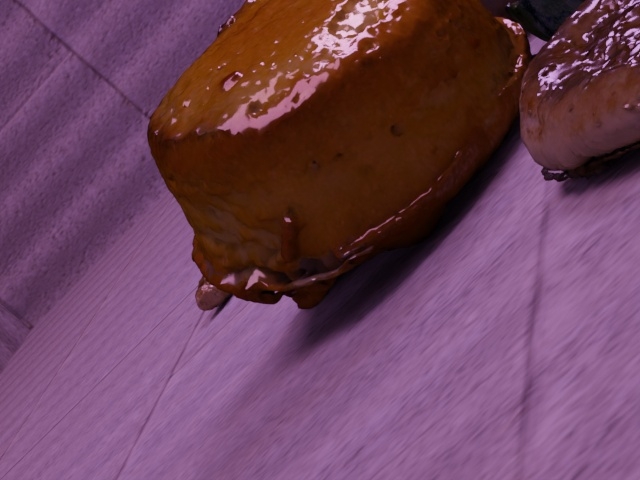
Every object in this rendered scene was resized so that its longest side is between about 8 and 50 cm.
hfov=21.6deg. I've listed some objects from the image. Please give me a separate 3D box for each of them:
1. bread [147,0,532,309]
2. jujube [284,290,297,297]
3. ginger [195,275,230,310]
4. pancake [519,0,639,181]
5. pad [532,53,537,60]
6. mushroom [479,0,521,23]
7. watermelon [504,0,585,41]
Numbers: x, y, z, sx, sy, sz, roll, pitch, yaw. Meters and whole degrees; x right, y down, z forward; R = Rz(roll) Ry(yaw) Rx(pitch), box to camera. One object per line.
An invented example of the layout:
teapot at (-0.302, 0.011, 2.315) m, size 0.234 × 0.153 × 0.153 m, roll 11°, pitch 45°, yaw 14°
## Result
bread at (0.004, -0.116, 1.525) m, size 0.337 × 0.204 × 0.358 m, roll -11°, pitch 37°, yaw 50°
jujube at (0.000, 0.000, 1.637) m, size 0.129 × 0.077 × 0.077 m, roll -43°, pitch 9°, yaw 1°
ginger at (-0.070, -0.033, 2.104) m, size 0.288 × 0.075 × 0.089 m, roll -54°, pitch -13°, yaw -9°
pancake at (0.276, -0.191, 1.175) m, size 0.382 × 0.071 × 0.382 m, roll -46°, pitch 10°, yaw 10°
pad at (0.157, -0.141, 1.717) m, size 0.116 × 0.004 × 0.193 m, roll -49°, pitch 9°, yaw -9°
mushroom at (0.112, -0.340, 1.862) m, size 0.297 × 0.290 × 0.297 m, roll -46°, pitch 12°, yaw 13°
watermelon at (0.253, -0.225, 1.462) m, size 0.139 × 0.071 × 0.187 m, roll -38°, pitch 6°, yaw -30°
